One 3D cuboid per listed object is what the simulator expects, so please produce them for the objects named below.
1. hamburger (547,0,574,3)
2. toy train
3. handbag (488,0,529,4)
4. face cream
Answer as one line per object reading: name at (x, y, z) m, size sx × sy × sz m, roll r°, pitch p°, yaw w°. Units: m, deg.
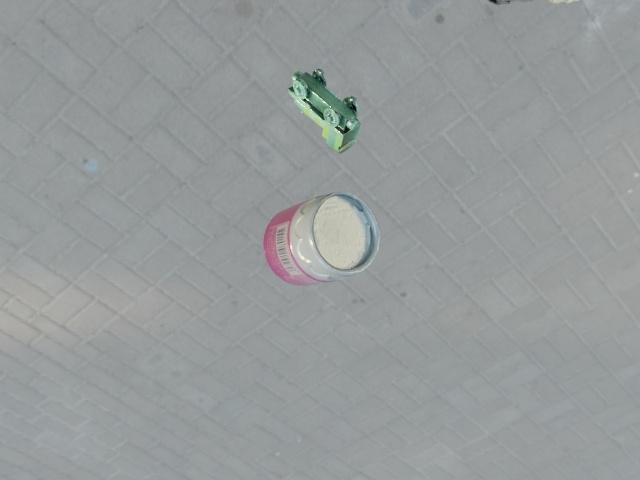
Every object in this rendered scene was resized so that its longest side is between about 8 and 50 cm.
hamburger at (0.252, -0.440, 0.638) m, size 0.162 × 0.208 × 0.330 m, roll -20°, pitch 147°, yaw 11°
toy train at (0.006, -0.307, 1.393) m, size 0.083 × 0.200 × 0.132 m, roll -35°, pitch 160°, yaw -26°
handbag at (0.100, -0.276, 0.444) m, size 0.216 × 0.203 × 0.074 m, roll 49°, pitch 121°, yaw 4°
face cream at (0.000, 0.000, 1.214) m, size 0.175 × 0.175 × 0.195 m, roll 33°, pitch 157°, yaw -24°
